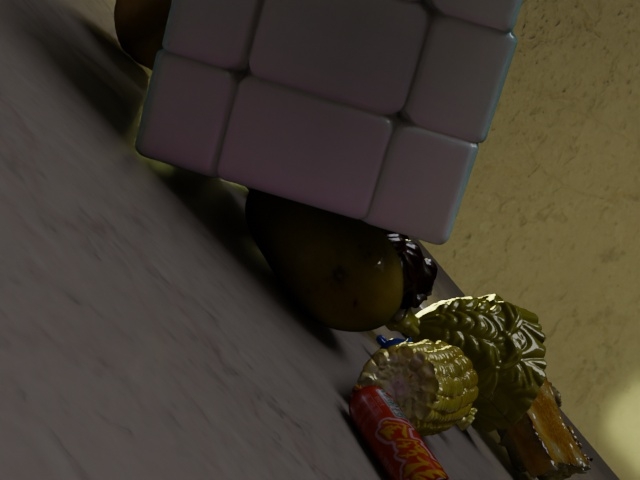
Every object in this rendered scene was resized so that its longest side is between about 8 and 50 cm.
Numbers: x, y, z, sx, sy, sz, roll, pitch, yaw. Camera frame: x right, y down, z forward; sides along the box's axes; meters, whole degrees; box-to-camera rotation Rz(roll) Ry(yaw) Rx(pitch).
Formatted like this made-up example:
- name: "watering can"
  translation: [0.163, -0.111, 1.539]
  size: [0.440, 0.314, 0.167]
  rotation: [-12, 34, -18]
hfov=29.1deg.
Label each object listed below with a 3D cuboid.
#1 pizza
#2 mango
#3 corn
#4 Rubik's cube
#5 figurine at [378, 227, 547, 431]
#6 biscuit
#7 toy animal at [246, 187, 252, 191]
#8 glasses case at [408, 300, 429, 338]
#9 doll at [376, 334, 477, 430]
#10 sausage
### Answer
- name: "pizza"
  translation: [0.289, 0.245, 1.769]
  size: [0.223, 0.089, 0.323]
  rotation: [45, 19, -38]
- name: "mango"
  translation: [0.000, 0.000, 1.289]
  size: [0.156, 0.114, 0.251]
  rotation: [29, 18, -40]
- name: "corn"
  translation: [0.099, 0.144, 1.197]
  size: [0.093, 0.093, 0.244]
  rotation: [49, 9, 12]
- name: "Rubik's cube"
  translation: [0.028, -0.213, 1.250]
  size: [0.318, 0.316, 0.322]
  rotation: [16, 16, 3]
- name: "figurine"
  translation: [0.120, 0.091, 1.542]
  size: [0.315, 0.168, 0.187]
  rotation: [34, 52, -28]
- name: "biscuit"
  translation: [-0.113, -0.271, 1.548]
  size: [0.296, 0.296, 0.102]
  rotation: [34, 51, -66]
- name: "toy animal"
  translation: [-0.019, -0.121, 1.602]
  size: [0.338, 0.216, 0.191]
  rotation: [40, 37, -71]
- name: "glasses case"
  translation: [0.152, 0.128, 1.815]
  size: [0.204, 0.051, 0.081]
  rotation: [51, 4, 10]
- name: "doll"
  translation: [0.116, 0.158, 1.400]
  size: [0.143, 0.058, 0.099]
  rotation: [43, 21, 4]
- name: "sausage"
  translation: [0.062, 0.164, 1.019]
  size: [0.048, 0.050, 0.145]
  rotation: [49, 3, -42]
